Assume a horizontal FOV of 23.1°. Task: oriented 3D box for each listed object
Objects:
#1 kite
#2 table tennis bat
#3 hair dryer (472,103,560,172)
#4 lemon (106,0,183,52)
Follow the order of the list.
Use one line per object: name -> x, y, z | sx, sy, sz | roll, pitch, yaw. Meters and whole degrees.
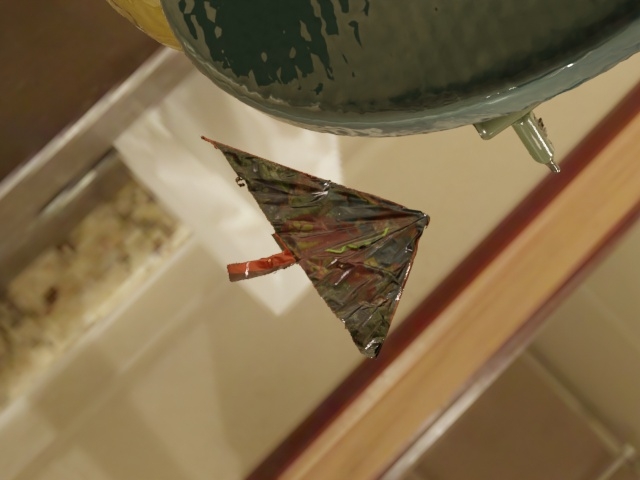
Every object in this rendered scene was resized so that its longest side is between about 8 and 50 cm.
kite -> 0.000, 0.000, 1.197 | 0.189, 0.232, 0.009 | -18, -154, 32
table tennis bat -> 0.078, -0.157, 0.417 | 0.329, 0.215, 0.044 | -35, 143, 24
hair dryer -> 0.168, -0.093, 1.282 | 0.071, 0.047, 0.150 | -35, 143, 6
lemon -> 0.002, -0.221, 0.915 | 0.316, 0.285, 0.285 | -27, 170, -12
